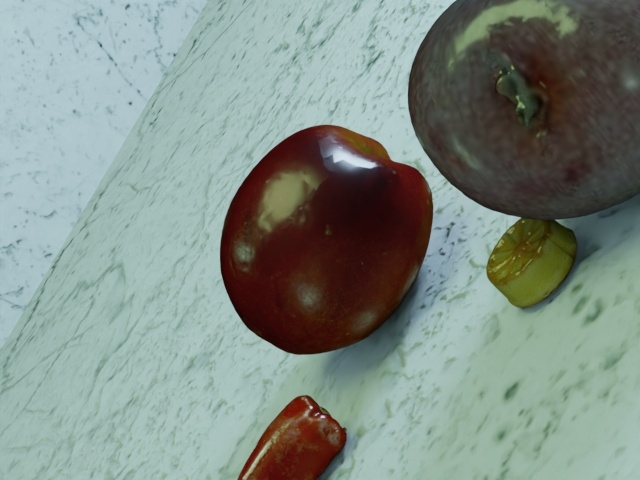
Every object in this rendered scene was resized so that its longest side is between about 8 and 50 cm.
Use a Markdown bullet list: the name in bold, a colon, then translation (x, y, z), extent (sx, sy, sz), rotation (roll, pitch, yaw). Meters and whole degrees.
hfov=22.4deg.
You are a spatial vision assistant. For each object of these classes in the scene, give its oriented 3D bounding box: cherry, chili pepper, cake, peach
- **cherry**: translation (0.210, -0.141, 1.372), extent (0.261, 0.221, 0.307), rotation (-17, 20, 30)
- **chili pepper**: translation (-0.026, 0.207, 1.521), extent (0.123, 0.073, 0.070), rotation (-54, -15, -17)
- **cake**: translation (0.185, 0.017, 1.408), extent (0.084, 0.044, 0.084), rotation (-45, 20, 22)
- **peach**: translation (0.000, 0.000, 1.645), extent (0.243, 0.199, 0.243), rotation (-55, 9, 13)
